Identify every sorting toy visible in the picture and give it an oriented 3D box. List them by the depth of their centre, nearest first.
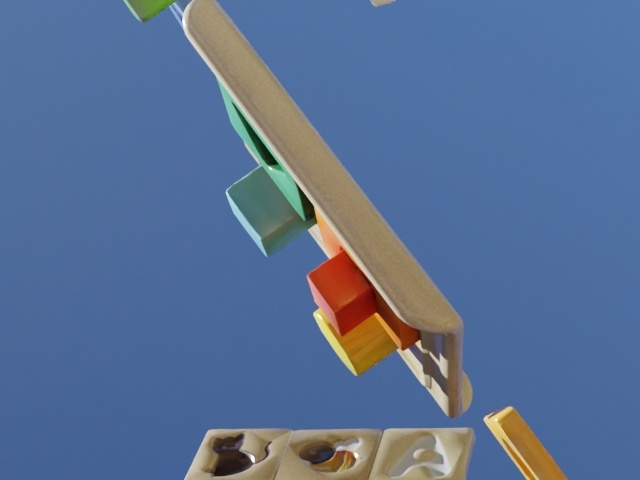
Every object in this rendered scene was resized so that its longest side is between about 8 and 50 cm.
[{"bbox_3d":[0.000,0.000,0.746,0.347,0.047,0.196,53,177,18],"label":"sorting toy"}]

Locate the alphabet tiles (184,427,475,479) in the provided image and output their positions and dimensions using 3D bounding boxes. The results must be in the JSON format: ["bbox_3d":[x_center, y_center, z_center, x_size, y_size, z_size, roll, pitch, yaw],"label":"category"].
[{"bbox_3d":[-0.024,0.198,0.864,0.342,0.285,0.011,-66,-31,-59],"label":"alphabet tiles"}]

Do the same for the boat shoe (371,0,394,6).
[{"bbox_3d":[0.036,-0.198,0.811,0.066,0.063,0.184,53,-152,-48],"label":"boat shoe"}]
